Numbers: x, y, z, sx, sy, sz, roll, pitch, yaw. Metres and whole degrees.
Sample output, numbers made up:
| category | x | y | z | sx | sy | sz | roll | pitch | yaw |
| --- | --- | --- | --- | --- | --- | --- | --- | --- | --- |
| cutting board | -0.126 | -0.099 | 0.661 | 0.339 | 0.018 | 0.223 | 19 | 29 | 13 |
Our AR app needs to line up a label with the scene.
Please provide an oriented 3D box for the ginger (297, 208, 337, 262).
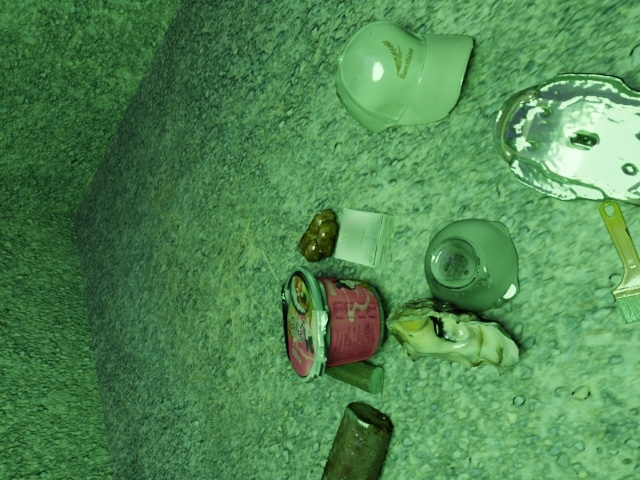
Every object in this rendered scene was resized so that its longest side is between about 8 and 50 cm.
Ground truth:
| category | x | y | z | sx | sy | sz | roll | pitch | yaw |
| --- | --- | --- | --- | --- | --- | --- | --- | --- | --- |
| ginger | 0.000 | 0.000 | 1.150 | 0.162 | 0.073 | 0.103 | -58 | 36 | 29 |

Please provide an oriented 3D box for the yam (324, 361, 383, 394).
| category | x | y | z | sx | sy | sz | roll | pitch | yaw |
| --- | --- | --- | --- | --- | --- | --- | --- | --- | --- |
| yam | 0.076 | 0.317 | 1.030 | 0.169 | 0.068 | 0.068 | 6 | 88 | 48 |

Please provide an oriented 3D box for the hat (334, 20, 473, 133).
| category | x | y | z | sx | sy | sz | roll | pitch | yaw |
| --- | --- | --- | --- | --- | --- | --- | --- | --- | --- |
| hat | 0.185 | -0.385 | 0.964 | 0.301 | 0.168 | 0.257 | 17 | 96 | 44 |

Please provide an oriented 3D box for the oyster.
| category | x | y | z | sx | sy | sz | roll | pitch | yaw |
| --- | --- | --- | --- | --- | --- | --- | --- | --- | --- |
| oyster | 0.245 | 0.174 | 0.828 | 0.271 | 0.275 | 0.100 | 28 | 59 | 29 |

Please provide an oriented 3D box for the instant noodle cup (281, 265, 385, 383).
| category | x | y | z | sx | sy | sz | roll | pitch | yaw |
| --- | --- | --- | --- | --- | --- | --- | --- | --- | --- |
| instant noodle cup | 0.033 | 0.186 | 0.978 | 0.302 | 0.182 | 0.258 | -115 | 33 | -48 |

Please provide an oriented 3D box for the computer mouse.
| category | x | y | z | sx | sy | sz | roll | pitch | yaw |
| --- | --- | --- | --- | --- | --- | --- | --- | --- | --- |
| computer mouse | 0.477 | -0.154 | 0.693 | 0.389 | 0.115 | 0.199 | 28 | 120 | 31 |

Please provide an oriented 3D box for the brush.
| category | x | y | z | sx | sy | sz | roll | pitch | yaw |
| --- | --- | --- | --- | --- | --- | --- | --- | --- | --- |
| brush | 0.508 | 0.028 | 0.701 | 0.083 | 0.011 | 0.205 | -25 | 66 | 40 |

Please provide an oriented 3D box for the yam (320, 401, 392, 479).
| category | x | y | z | sx | sy | sz | roll | pitch | yaw |
| --- | --- | --- | --- | --- | --- | --- | --- | --- | --- |
| yam | 0.073 | 0.518 | 0.965 | 0.131 | 0.131 | 0.279 | 23 | 97 | 43 |

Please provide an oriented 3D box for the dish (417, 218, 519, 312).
| category | x | y | z | sx | sy | sz | roll | pitch | yaw |
| --- | --- | --- | --- | --- | --- | --- | --- | --- | --- |
| dish | 0.278 | 0.060 | 0.868 | 0.224 | 0.078 | 0.246 | 50 | 117 | 35 |

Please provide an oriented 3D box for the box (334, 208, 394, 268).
| category | x | y | z | sx | sy | sz | roll | pitch | yaw |
| --- | --- | --- | --- | --- | --- | --- | --- | --- | --- |
| box | 0.107 | -0.007 | 1.060 | 0.129 | 0.051 | 0.130 | 12 | 91 | 44 |
